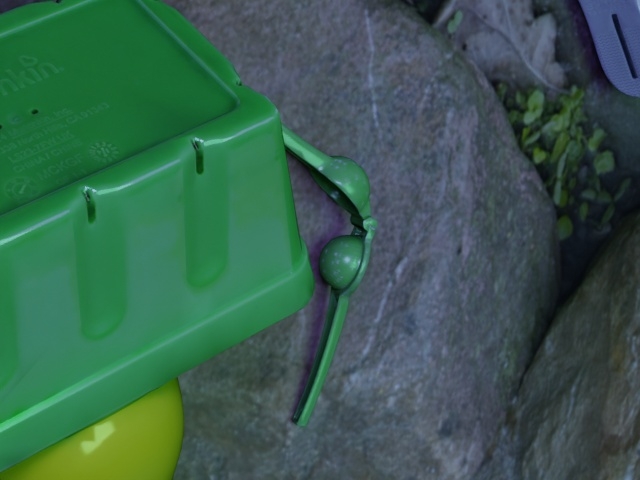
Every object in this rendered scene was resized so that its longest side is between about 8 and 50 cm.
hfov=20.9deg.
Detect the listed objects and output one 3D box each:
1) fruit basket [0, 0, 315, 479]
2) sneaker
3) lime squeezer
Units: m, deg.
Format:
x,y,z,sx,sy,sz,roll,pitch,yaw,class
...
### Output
x,y,z,sx,sy,sz,roll,pitch,yaw,class
-0.197,0.055,1.153,0.392,0.283,0.392,-34,152,-21,fruit basket
0.282,-0.265,1.642,0.091,0.094,0.258,-48,128,-46,sneaker
0.000,0.000,1.453,0.110,0.059,0.310,-23,110,-35,lime squeezer
